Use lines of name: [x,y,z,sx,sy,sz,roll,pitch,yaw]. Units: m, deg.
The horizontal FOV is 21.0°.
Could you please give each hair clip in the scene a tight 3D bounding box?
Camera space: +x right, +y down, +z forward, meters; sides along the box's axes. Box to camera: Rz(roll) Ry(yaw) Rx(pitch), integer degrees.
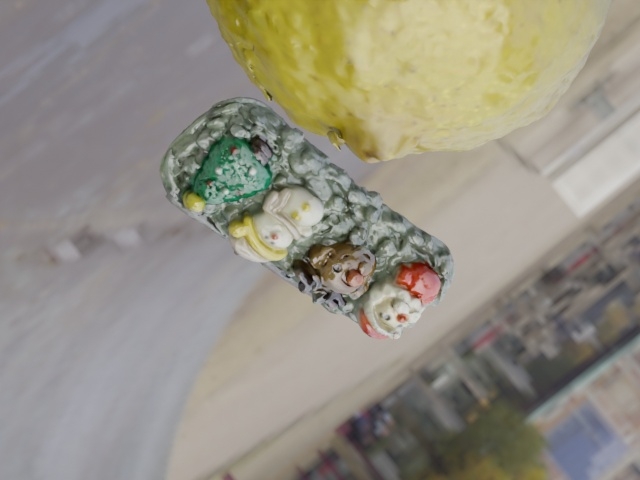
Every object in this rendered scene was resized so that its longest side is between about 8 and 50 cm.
hair clip: [0.000,0.001,1.591,0.138,0.321,0.091,-40,-144,24]

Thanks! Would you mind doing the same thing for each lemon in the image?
lemon: [0.062,-0.203,1.078,0.268,0.268,0.321,64,42,-83]
